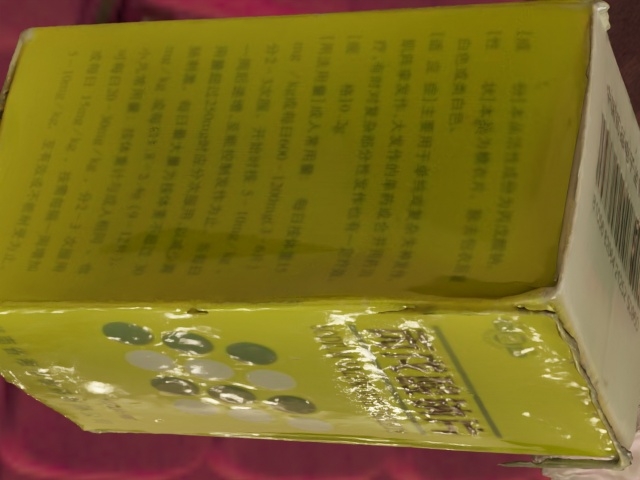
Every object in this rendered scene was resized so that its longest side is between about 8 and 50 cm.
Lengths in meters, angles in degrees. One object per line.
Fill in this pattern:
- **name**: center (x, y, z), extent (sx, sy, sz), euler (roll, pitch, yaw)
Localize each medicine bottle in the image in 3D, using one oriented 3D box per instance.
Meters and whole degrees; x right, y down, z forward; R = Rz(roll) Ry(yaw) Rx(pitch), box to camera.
- **medicine bottle**: center (0.000, 0.000, 0.704), extent (0.250, 0.141, 0.137), euler (-1, 148, 21)

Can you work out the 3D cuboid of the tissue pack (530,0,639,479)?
- **tissue pack**: center (0.236, -0.041, 1.196), extent (0.124, 0.394, 0.288), euler (30, 118, -25)
